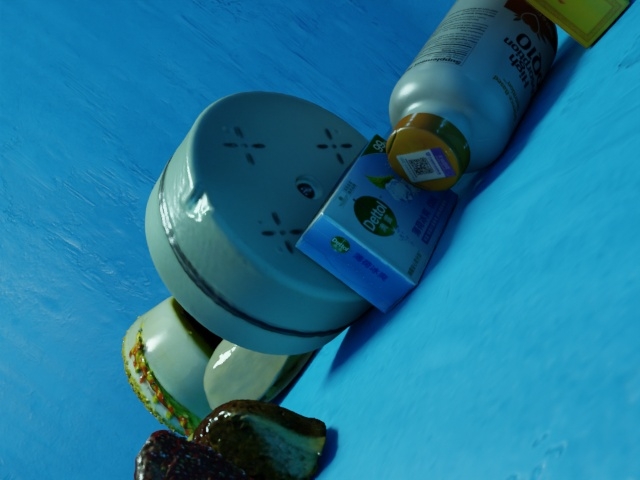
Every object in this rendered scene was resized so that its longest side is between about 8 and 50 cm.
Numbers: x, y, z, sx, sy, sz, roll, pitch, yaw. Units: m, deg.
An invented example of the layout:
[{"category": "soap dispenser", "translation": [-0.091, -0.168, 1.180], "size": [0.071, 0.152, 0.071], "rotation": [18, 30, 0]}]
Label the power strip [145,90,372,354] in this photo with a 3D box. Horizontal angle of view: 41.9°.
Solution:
[{"category": "power strip", "translation": [-0.043, -0.026, 1.123], "size": [0.161, 0.357, 0.357], "rotation": [-48, 6, 42]}]

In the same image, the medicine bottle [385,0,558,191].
[{"category": "medicine bottle", "translation": [0.186, -0.190, 1.061], "size": [0.289, 0.157, 0.157], "rotation": [-56, 5, -34]}]

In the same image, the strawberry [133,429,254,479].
[{"category": "strawberry", "translation": [-0.112, 0.246, 0.728], "size": [0.131, 0.148, 0.131], "rotation": [-54, 3, 4]}]

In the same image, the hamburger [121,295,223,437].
[{"category": "hamburger", "translation": [-0.253, 0.242, 1.600], "size": [0.179, 0.276, 0.294], "rotation": [-41, 1, 12]}]

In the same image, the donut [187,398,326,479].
[{"category": "donut", "translation": [-0.096, 0.240, 0.895], "size": [0.295, 0.112, 0.151], "rotation": [-49, 7, 30]}]

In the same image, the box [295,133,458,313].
[{"category": "box", "translation": [0.074, -0.026, 1.033], "size": [0.073, 0.139, 0.194], "rotation": [-49, 5, 43]}]

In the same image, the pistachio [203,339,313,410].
[{"category": "pistachio", "translation": [-0.093, 0.186, 1.317], "size": [0.223, 0.126, 0.152], "rotation": [-48, 37, -1]}]

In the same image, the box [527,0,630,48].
[{"category": "box", "translation": [0.307, -0.366, 1.060], "size": [0.076, 0.174, 0.274], "rotation": [-51, 4, 38]}]
